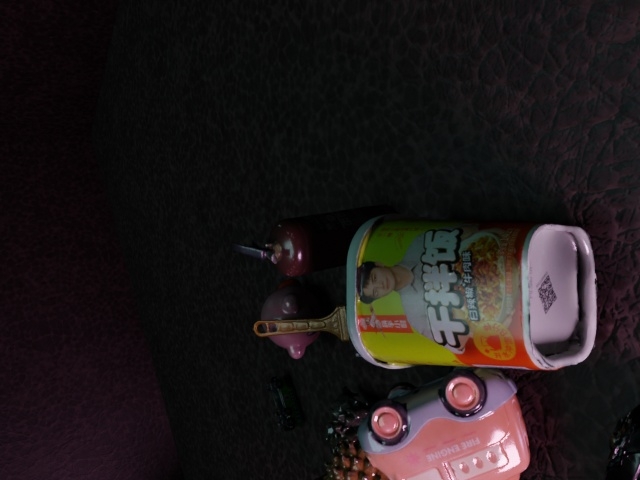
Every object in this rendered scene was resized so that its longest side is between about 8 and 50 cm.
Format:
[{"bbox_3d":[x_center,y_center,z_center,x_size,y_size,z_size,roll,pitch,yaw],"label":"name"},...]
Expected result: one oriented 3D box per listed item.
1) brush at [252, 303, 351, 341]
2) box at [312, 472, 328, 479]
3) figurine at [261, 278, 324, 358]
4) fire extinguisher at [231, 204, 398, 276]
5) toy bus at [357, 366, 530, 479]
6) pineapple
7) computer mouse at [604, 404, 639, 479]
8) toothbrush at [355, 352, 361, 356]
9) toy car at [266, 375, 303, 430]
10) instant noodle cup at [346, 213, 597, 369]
[{"bbox_3d":[-0.021,0.204,1.337,0.314,0.017,0.090,-7,94,19],"label":"brush"},{"bbox_3d":[-0.014,0.694,1.439,0.159,0.240,0.071,4,105,57],"label":"box"},{"bbox_3d":[-0.072,0.201,1.447,0.173,0.173,0.174,22,118,52],"label":"figurine"},{"bbox_3d":[0.000,0.000,1.121,0.135,0.337,0.115,22,117,52],"label":"fire extinguisher"},{"bbox_3d":[0.222,0.343,0.964,0.287,0.194,0.232,-28,81,13],"label":"toy bus"},{"bbox_3d":[0.099,0.493,1.262,0.223,0.222,0.358,-50,44,50],"label":"pineapple"},{"bbox_3d":[0.457,0.332,0.766,0.146,0.077,0.242,24,119,54],"label":"computer mouse"},{"bbox_3d":[0.113,0.277,1.335,0.097,0.006,0.008,-13,85,57],"label":"toothbrush"},{"bbox_3d":[-0.107,0.490,1.682,0.071,0.062,0.165,-36,69,54],"label":"toy car"},{"bbox_3d":[0.238,0.082,0.872,0.307,0.293,0.294,-3,96,49],"label":"instant noodle cup"}]
